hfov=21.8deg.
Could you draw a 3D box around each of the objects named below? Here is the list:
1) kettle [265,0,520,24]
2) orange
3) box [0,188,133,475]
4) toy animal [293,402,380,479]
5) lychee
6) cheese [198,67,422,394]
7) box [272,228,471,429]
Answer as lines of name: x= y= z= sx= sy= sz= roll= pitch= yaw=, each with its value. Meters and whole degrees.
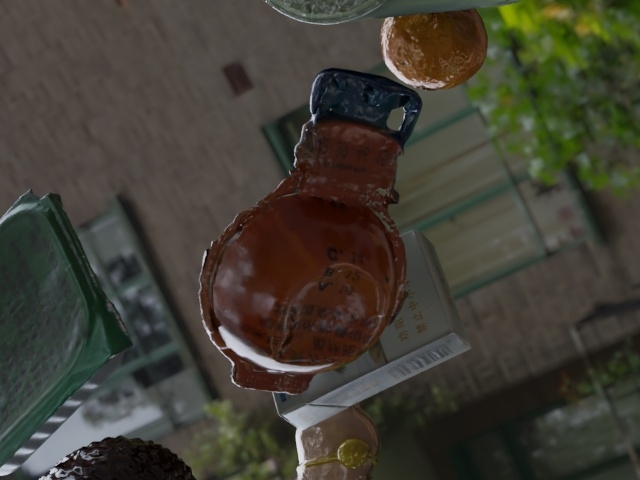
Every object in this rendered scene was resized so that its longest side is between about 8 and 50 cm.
kettle: x=0.066 y=-0.346 z=1.835 sx=0.376 sy=0.361 sz=0.250 roll=-12 pitch=-99 yaw=-55
orange: x=0.142 y=-0.248 z=2.049 sx=0.135 sy=0.117 sz=0.135 roll=9 pitch=-119 yaw=-17
box: x=-0.344 y=0.137 z=1.895 sx=0.106 sy=0.336 sz=0.264 roll=22 pitch=-149 yaw=-48
toy animal: x=0.020 y=0.344 z=2.479 sx=0.165 sy=0.149 sz=0.248 roll=17 pitch=-88 yaw=-68
lychee: x=-0.188 y=0.268 z=1.501 sx=0.194 sy=0.194 sz=0.194 roll=45 pitch=-150 yaw=-35
cheese: x=0.000 y=0.000 z=1.564 sx=0.217 sy=0.329 sz=0.129 roll=8 pitch=-159 yaw=-25
box: x=0.044 y=0.105 z=1.951 sx=0.067 sy=0.233 sz=0.149 roll=44 pitch=-156 yaw=-51
